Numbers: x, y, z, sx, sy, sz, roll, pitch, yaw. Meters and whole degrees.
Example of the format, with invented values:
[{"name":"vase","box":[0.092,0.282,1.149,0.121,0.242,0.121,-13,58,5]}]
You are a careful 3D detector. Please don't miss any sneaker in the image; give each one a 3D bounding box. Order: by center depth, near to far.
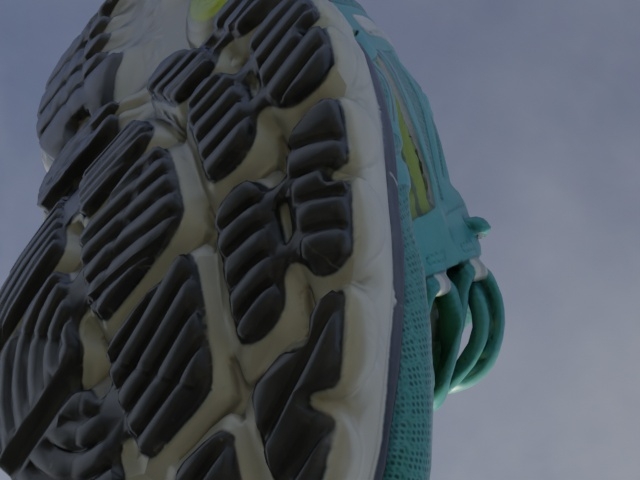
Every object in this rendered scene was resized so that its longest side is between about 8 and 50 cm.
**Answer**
[{"name":"sneaker","box":[0.000,0.000,0.429,0.110,0.275,0.107,37,-70,-18]}]
